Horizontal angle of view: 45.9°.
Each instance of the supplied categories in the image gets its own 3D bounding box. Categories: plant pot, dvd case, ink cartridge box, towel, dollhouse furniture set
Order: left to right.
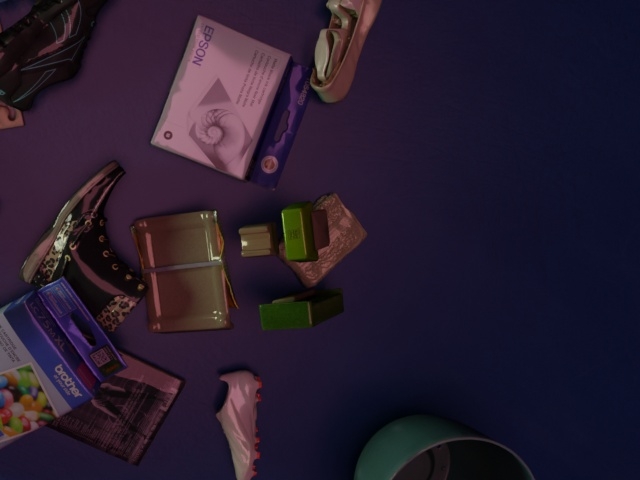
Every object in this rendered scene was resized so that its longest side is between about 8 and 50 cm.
[{"bbox_3d":[-0.477,0.206,1.153,0.311,0.065,0.185,-29,104,3],"label":"ink cartridge box"},{"bbox_3d":[-0.360,0.257,1.247,0.221,0.018,0.164,30,90,-17],"label":"dvd case"},{"bbox_3d":[-0.134,-0.218,1.228,0.224,0.045,0.223,19,92,-17],"label":"ink cartridge box"},{"bbox_3d":[-0.135,0.043,1.244,0.302,0.151,0.197,-5,93,19],"label":"dollhouse furniture set"},{"bbox_3d":[0.000,0.000,1.302,0.148,0.027,0.110,-43,104,-6],"label":"towel"},{"bbox_3d":[0.189,0.436,1.300,0.293,0.235,0.292,-2,97,-14],"label":"plant pot"}]

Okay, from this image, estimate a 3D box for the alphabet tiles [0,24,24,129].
[{"bbox_3d":[-0.634,-0.226,1.115,0.343,0.011,0.285,-12,100,-13],"label":"alphabet tiles"}]

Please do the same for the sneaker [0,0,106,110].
[{"bbox_3d":[-0.397,-0.309,1.138,0.267,0.101,0.106,-44,130,-9],"label":"sneaker"}]

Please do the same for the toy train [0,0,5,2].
[{"bbox_3d":[-0.470,-0.402,1.079,0.184,0.080,0.105,-9,142,-14],"label":"toy train"}]

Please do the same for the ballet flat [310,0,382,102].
[{"bbox_3d":[0.039,-0.349,1.230,0.086,0.086,0.248,15,93,-16],"label":"ballet flat"}]

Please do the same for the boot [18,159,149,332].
[{"bbox_3d":[-0.332,0.012,1.180,0.179,0.085,0.236,37,94,-9],"label":"boot"}]

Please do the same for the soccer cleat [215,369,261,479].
[{"bbox_3d":[-0.142,0.319,1.291,0.076,0.068,0.196,2,90,-10],"label":"soccer cleat"}]
